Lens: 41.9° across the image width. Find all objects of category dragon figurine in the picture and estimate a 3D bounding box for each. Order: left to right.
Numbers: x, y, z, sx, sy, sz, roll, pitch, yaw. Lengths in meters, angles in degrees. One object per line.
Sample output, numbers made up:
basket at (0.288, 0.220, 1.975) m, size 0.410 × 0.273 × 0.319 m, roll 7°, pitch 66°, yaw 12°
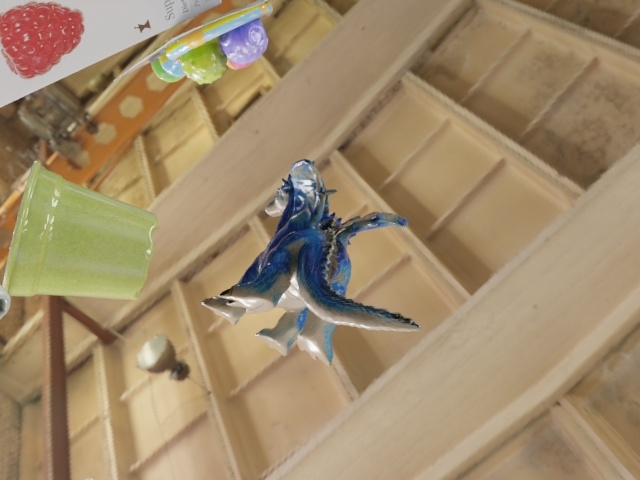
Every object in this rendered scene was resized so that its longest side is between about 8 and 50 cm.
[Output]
dragon figurine at (0.000, 0.000, 0.560) m, size 0.144 × 0.085 × 0.289 m, roll -60°, pitch -170°, yaw -14°

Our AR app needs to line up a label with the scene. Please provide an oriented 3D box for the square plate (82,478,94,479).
square plate at (-0.227, 0.496, 0.931) m, size 0.049 × 0.344 × 0.347 m, roll 4°, pitch -123°, yaw 52°

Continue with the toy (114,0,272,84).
toy at (-0.102, -0.189, 0.823) m, size 0.137 × 0.056 × 0.237 m, roll -34°, pitch -161°, yaw -27°

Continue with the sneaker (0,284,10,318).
sneaker at (-0.435, 0.044, 0.988) m, size 0.122 × 0.146 × 0.330 m, roll 107°, pitch -17°, yaw -50°

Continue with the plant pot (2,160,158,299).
plant pot at (-0.464, 0.006, 1.647) m, size 0.276 × 0.254 × 0.276 m, roll -167°, pitch -90°, yaw -73°

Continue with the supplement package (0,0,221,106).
supplement package at (-0.263, -0.248, 0.704) m, size 0.293 × 0.177 × 0.175 m, roll -30°, pitch -125°, yaw -15°
